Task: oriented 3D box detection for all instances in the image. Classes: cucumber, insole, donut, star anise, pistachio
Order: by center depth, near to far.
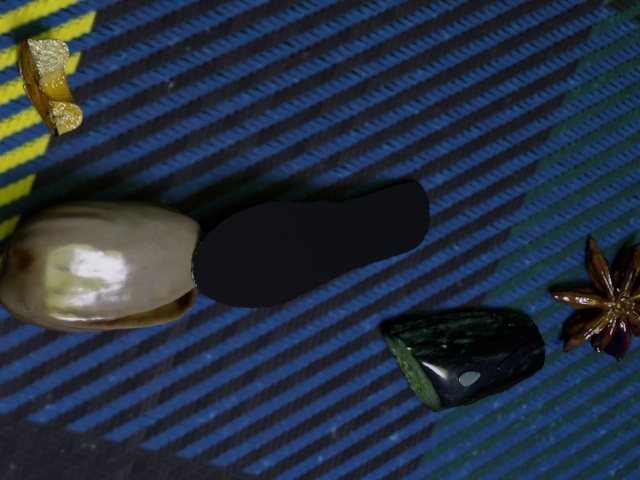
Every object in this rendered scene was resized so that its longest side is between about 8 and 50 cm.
[{"bbox_3d":[-0.247,-0.144,1.043,0.038,0.067,0.083,-25,78,-35],"label":"donut"},{"bbox_3d":[-0.204,0.028,1.065,0.206,0.131,0.129,0,145,-27],"label":"pistachio"},{"bbox_3d":[0.000,0.000,1.165,0.322,0.007,0.109,-16,110,-38],"label":"insole"},{"bbox_3d":[0.171,0.141,1.289,0.193,0.086,0.115,-9,104,-29],"label":"cucumber"},{"bbox_3d":[0.354,0.075,1.363,0.168,0.057,0.168,-6,105,-24],"label":"star anise"}]
